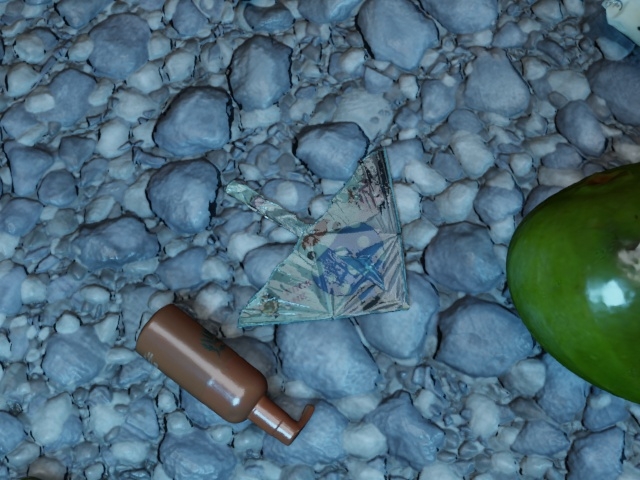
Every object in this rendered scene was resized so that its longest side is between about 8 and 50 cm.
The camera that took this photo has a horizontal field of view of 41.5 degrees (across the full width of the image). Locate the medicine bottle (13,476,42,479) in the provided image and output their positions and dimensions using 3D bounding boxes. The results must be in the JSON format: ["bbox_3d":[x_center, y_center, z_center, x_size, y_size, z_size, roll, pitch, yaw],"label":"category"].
[{"bbox_3d":[-0.331,0.399,1.051,0.188,0.088,0.132,32,78,10],"label":"medicine bottle"}]

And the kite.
[{"bbox_3d":[0.000,0.000,1.190,0.314,0.011,0.335,36,78,11],"label":"kite"}]

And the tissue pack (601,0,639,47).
[{"bbox_3d":[0.651,-0.327,1.172,0.390,0.195,0.375,44,93,12],"label":"tissue pack"}]

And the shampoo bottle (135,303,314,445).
[{"bbox_3d":[-0.127,0.182,1.109,0.244,0.085,0.085,34,79,8],"label":"shampoo bottle"}]

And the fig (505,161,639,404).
[{"bbox_3d":[0.392,0.066,1.027,0.315,0.316,0.316,0,75,2],"label":"fig"}]
